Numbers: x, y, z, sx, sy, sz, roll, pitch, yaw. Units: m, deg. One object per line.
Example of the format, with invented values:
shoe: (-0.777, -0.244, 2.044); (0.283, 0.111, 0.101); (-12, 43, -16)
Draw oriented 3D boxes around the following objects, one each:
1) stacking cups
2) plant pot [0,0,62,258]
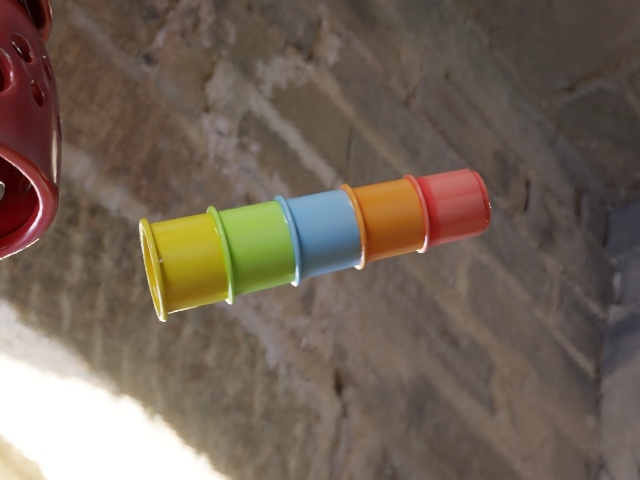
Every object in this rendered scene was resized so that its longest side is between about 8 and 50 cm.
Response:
stacking cups: (0.000, 0.000, 1.350); (0.316, 0.096, 0.096); (-10, 131, -10)
plant pot: (-0.257, -0.096, 0.951); (0.191, 0.174, 0.191); (0, 149, 0)
